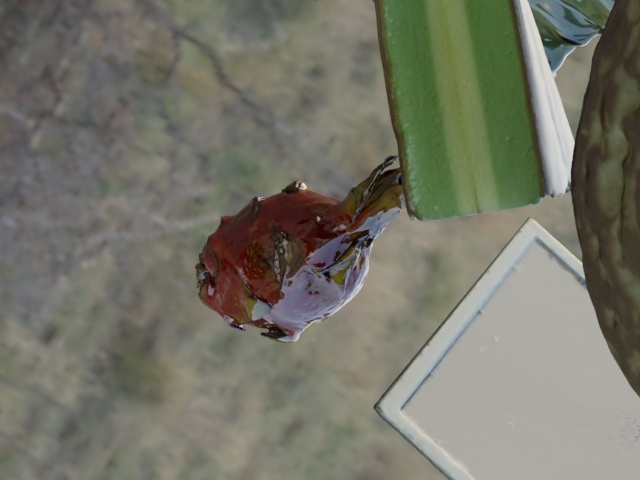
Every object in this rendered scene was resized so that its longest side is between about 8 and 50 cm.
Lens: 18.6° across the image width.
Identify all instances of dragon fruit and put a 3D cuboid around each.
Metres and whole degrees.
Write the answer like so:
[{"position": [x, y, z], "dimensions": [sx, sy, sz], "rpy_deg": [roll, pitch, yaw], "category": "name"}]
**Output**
[{"position": [0.000, 0.000, 1.681], "dimensions": [0.246, 0.125, 0.125], "rpy_deg": [-37, 152, 31], "category": "dragon fruit"}]

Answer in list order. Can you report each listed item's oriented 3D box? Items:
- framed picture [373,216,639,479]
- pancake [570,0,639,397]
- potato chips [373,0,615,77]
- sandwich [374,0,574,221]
[{"position": [0.189, 0.133, 1.569], "dimensions": [0.296, 0.232, 0.019], "rpy_deg": [-45, 177, -47], "category": "framed picture"}, {"position": [0.174, 0.007, 0.655], "dimensions": [0.031, 0.250, 0.250], "rpy_deg": [-18, 143, -33], "category": "pancake"}, {"position": [0.137, -0.259, 1.344], "dimensions": [0.097, 0.373, 0.389], "rpy_deg": [-45, 119, -29], "category": "potato chips"}, {"position": [0.073, -0.072, 0.909], "dimensions": [0.074, 0.074, 0.116], "rpy_deg": [-19, 99, -68], "category": "sandwich"}]
